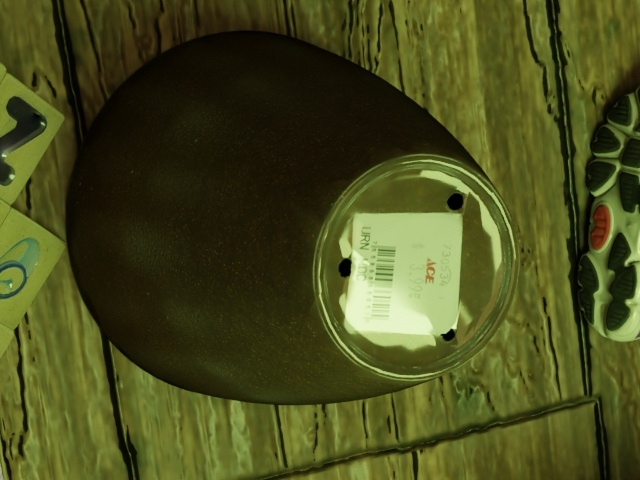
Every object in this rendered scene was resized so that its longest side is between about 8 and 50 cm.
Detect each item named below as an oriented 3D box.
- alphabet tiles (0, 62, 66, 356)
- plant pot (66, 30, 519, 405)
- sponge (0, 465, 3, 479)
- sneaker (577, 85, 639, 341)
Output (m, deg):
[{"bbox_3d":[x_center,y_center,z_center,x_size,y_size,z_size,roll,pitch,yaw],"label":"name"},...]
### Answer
[{"bbox_3d":[-0.258,0.048,0.800,0.342,0.011,0.285,-60,149,-6],"label":"alphabet tiles"},{"bbox_3d":[0.000,0.000,0.869,0.215,0.230,0.215,-3,99,-22],"label":"plant pot"},{"bbox_3d":[-0.252,0.128,0.825,0.210,0.031,0.117,-34,138,-37],"label":"sponge"},{"bbox_3d":[0.210,-0.020,1.057,0.071,0.068,0.170,1,106,-38],"label":"sneaker"}]
